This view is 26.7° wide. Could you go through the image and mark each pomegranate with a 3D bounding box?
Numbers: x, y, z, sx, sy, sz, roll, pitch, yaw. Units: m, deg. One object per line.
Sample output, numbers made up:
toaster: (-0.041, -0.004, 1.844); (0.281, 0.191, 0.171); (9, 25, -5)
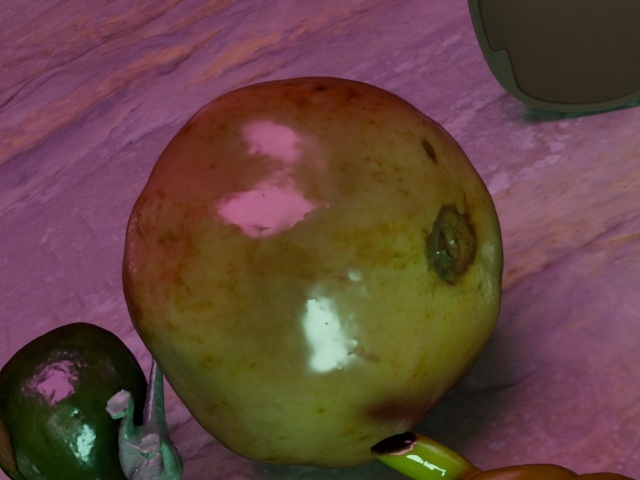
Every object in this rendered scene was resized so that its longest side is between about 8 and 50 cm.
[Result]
pomegranate: (-0.016, 0.024, 1.389); (0.412, 0.411, 0.411); (-16, 35, 12)

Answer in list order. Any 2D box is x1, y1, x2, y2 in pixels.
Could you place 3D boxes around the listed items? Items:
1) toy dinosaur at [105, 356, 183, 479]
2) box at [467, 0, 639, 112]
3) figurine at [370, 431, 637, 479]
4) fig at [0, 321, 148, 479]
toy dinosaur: (-0.176, 0.178, 1.368); (0.076, 0.129, 0.382); (0, 69, 0)
box: (0.347, -0.340, 1.763); (0.301, 0.301, 0.216); (-9, 29, 21)
figurine: (0.204, 0.278, 1.110); (0.327, 0.218, 0.169); (1, 0, 43)
fig: (-0.259, 0.217, 1.480); (0.195, 0.195, 0.244); (-30, 73, -8)
